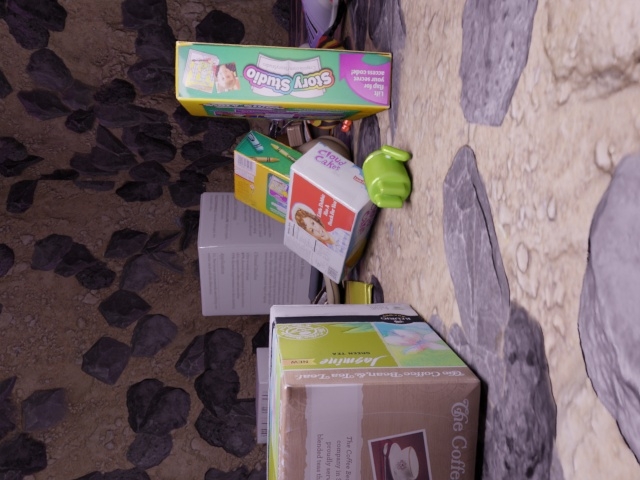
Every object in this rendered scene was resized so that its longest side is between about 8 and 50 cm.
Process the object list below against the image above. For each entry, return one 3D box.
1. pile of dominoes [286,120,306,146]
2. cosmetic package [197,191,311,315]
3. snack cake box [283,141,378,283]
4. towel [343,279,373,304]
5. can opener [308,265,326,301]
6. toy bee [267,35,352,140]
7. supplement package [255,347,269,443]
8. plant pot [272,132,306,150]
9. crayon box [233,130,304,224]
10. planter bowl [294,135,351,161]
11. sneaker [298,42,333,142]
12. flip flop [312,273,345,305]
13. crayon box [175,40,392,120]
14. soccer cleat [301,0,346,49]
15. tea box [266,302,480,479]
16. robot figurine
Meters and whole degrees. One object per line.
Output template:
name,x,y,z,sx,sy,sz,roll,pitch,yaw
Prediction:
pile of dominoes,-0.054,-0.356,1.882,0.251,0.040,0.195,-72,-27,-61
cosmetic package,-0.232,0.046,2.283,0.327,0.394,0.329,-100,13,-51
snack cake box,0.017,-0.046,1.232,0.089,0.152,0.264,-45,-17,-28
towel,0.081,0.136,1.336,0.237,0.021,0.102,164,103,-82
can opener,0.020,0.060,1.672,0.093,0.074,0.280,-48,-25,-45
toy bee,0.011,-0.327,1.495,0.195,0.162,0.298,-54,-11,-89
supplement package,-0.123,0.533,2.197,0.199,0.198,0.262,-106,18,-63
plant pot,-0.123,-0.272,2.223,0.254,0.237,0.237,-77,-7,-55
crayon box,-0.056,-0.109,1.400,0.081,0.279,0.165,-55,-14,-33
planter bowl,0.008,-0.171,1.457,0.162,0.162,0.109,100,-165,-54
sneaker,-0.005,-0.387,1.720,0.123,0.106,0.290,-117,16,-68
flip flop,0.016,0.148,1.465,0.112,0.080,0.277,-83,-12,-55
crayon box,-0.077,-0.294,1.207,0.313,0.363,0.106,-142,53,-81
soccer cleat,-0.002,-0.566,1.493,0.318,0.117,0.108,117,179,-70
tea box,0.044,0.278,0.824,0.323,0.220,0.328,-133,43,-78
robot figurine,0.101,-0.097,0.980,0.115,0.067,0.101,-99,13,-51
